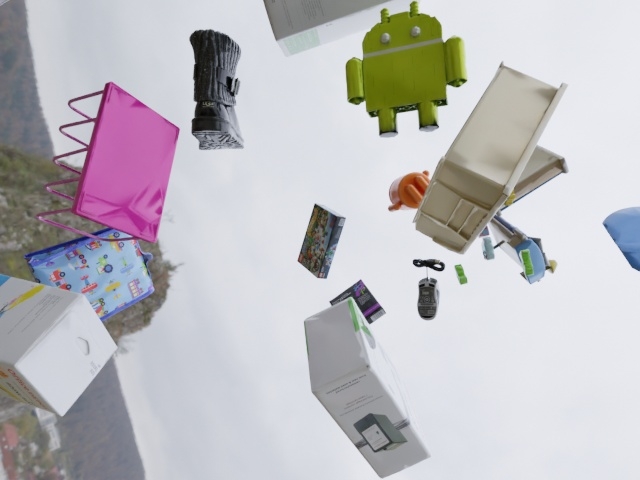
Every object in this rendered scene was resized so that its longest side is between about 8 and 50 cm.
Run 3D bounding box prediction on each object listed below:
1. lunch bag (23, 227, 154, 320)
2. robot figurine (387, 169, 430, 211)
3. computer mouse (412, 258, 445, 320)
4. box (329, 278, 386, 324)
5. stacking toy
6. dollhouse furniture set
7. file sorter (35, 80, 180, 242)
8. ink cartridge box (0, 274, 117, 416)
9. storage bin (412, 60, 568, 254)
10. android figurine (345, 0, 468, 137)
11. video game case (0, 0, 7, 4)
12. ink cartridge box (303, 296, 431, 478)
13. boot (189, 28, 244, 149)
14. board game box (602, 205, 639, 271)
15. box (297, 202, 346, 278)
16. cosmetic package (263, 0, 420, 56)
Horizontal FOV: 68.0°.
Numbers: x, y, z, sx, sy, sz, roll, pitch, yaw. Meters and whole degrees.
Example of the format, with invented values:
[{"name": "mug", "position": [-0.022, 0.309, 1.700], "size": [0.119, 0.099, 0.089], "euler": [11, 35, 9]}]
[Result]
[{"name": "lunch bag", "position": [-0.600, 0.093, 1.295], "size": [0.138, 0.293, 0.221], "euler": [13, -57, 52]}, {"name": "robot figurine", "position": [0.311, -0.168, 1.639], "size": [0.219, 0.128, 0.158], "euler": [-175, -86, -82]}, {"name": "computer mouse", "position": [0.336, 0.152, 1.477], "size": [0.106, 0.042, 0.193], "euler": [-2, -100, 33]}, {"name": "box", "position": [0.098, 0.183, 1.304], "size": [0.029, 0.116, 0.162], "euler": [55, 1, -30]}, {"name": "stacking toy", "position": [0.376, -0.016, 1.082], "size": [0.052, 0.167, 0.221], "euler": [56, 24, -74]}, {"name": "dollhouse furniture set", "position": [0.540, -0.086, 1.289], "size": [0.303, 0.198, 0.286], "euler": [55, 5, -30]}, {"name": "file sorter", "position": [-0.478, -0.158, 1.065], "size": [0.182, 0.202, 0.291], "euler": [-3, -109, 29]}, {"name": "ink cartridge box", "position": [-0.558, 0.194, 0.904], "size": [0.232, 0.168, 0.171], "euler": [8, -46, 19]}, {"name": "storage bin", "position": [0.302, -0.142, 0.893], "size": [0.123, 0.262, 0.260], "euler": [30, -22, 12]}, {"name": "android figurine", "position": [0.173, -0.355, 0.978], "size": [0.248, 0.056, 0.273], "euler": [-3, -94, 19]}, {"name": "video game case", "position": [-0.818, -0.582, 1.026], "size": [0.300, 0.329, 0.036], "euler": [-7, -80, 28]}, {"name": "ink cartridge box", "position": [0.086, 0.278, 0.901], "size": [0.273, 0.114, 0.198], "euler": [58, 9, -28]}, {"name": "boot", "position": [-0.278, -0.392, 1.301], "size": [0.348, 0.131, 0.260], "euler": [175, -87, -82]}, {"name": "board game box", "position": [0.514, 0.013, 0.723], "size": [0.169, 0.133, 0.033], "euler": [-90, 174, -48]}, {"name": "box", "position": [0.000, 0.000, 1.698], "size": [0.159, 0.044, 0.233], "euler": [34, -69, 53]}, {"name": "cosmetic package", "position": [0.053, -0.598, 1.158], "size": [0.197, 0.365, 0.155], "euler": [-63, 137, -79]}]
